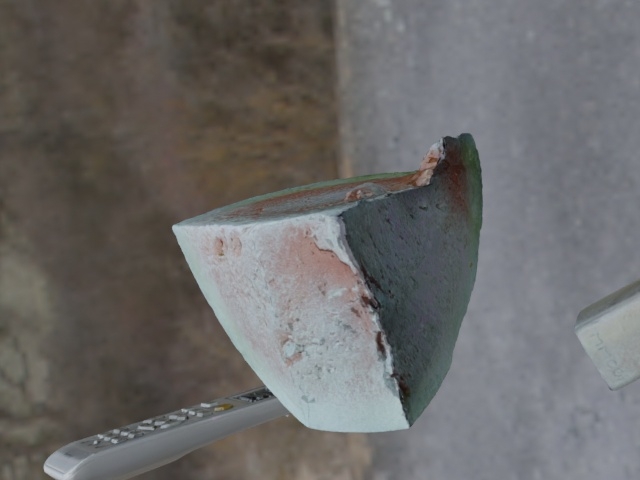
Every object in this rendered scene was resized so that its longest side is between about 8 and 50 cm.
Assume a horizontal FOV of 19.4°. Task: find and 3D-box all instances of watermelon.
[{"bbox_3d":[0.000,0.000,1.694,0.214,0.289,0.320,71,-139,-63],"label":"watermelon"}]

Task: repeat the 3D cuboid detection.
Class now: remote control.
[{"bbox_3d":[-0.163,0.230,2.186,0.109,0.313,0.055,0,104,67],"label":"remote control"}]

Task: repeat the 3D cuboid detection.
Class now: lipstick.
[{"bbox_3d":[0.353,0.041,1.670,0.253,0.077,0.079,-32,95,24],"label":"lipstick"}]
